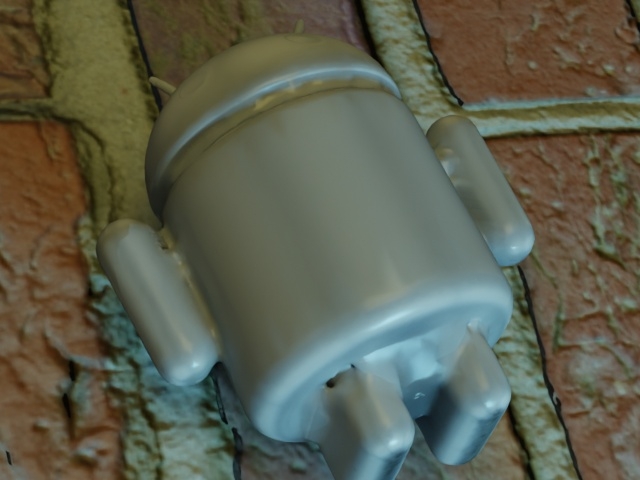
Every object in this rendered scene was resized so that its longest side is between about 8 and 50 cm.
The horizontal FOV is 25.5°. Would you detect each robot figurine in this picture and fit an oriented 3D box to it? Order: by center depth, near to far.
[{"bbox_3d":[0.000,0.000,0.994,0.299,0.200,0.353,-16,64,-21],"label":"robot figurine"}]
